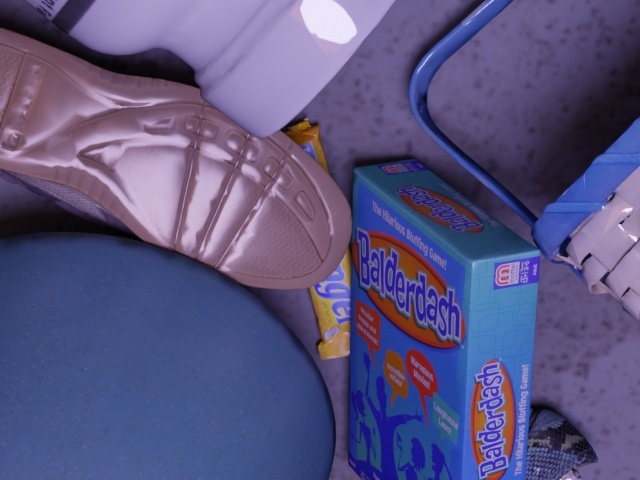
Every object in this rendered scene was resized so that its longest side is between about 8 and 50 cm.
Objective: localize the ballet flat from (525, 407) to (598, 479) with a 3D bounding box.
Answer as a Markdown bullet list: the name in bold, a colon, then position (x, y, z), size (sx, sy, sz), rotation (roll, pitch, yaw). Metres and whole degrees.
- **ballet flat**: position (0.115, 0.198, 1.155), size (0.070, 0.070, 0.188), rotation (31, 87, -8)

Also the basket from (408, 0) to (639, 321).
- **basket**: position (0.221, -0.077, 1.026), size (0.255, 0.201, 0.289), rotation (-48, 66, 16)

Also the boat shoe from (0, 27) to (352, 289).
- **boat shoe**: position (-0.117, -0.054, 1.094), size (0.285, 0.092, 0.102), rotation (20, 93, -10)

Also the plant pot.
- **plant pot**: position (-0.147, 0.168, 1.074), size (0.290, 0.195, 0.290), rotation (5, 129, 6)

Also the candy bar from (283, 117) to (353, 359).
- **candy bar**: position (0.000, 0.000, 1.146), size (0.040, 0.018, 0.161), rotation (-13, 109, 6)

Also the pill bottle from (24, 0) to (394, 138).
- **pill bottle**: position (-0.122, -0.231, 0.968), size (0.363, 0.210, 0.210), rotation (37, 107, -11)

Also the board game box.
- **board game box**: position (0.069, 0.076, 1.088), size (0.047, 0.160, 0.210), rotation (-8, 114, -21)
